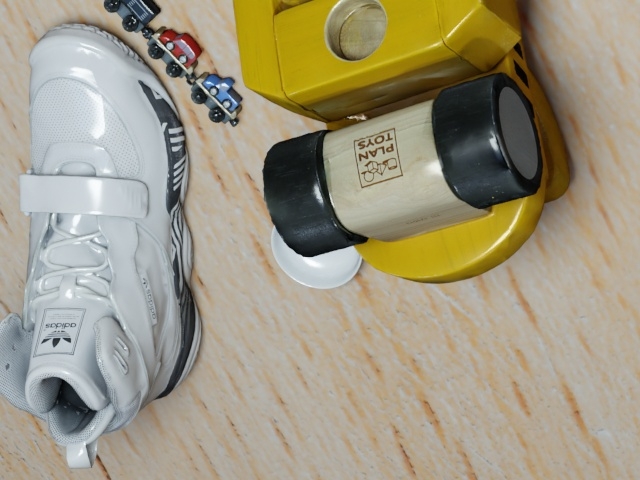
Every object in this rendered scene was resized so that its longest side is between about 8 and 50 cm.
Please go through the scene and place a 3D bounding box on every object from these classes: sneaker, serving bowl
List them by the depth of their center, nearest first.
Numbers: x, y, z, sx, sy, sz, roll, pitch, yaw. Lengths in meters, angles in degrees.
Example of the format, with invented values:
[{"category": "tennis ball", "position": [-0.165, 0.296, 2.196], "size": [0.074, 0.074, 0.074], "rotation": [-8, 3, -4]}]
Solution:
[{"category": "sneaker", "position": [-0.199, 0.012, 1.634], "size": [0.137, 0.210, 0.366], "rotation": [0, 117, 17]}, {"category": "serving bowl", "position": [0.000, 0.000, 1.672], "size": [0.083, 0.027, 0.083], "rotation": [7, 118, 14]}]

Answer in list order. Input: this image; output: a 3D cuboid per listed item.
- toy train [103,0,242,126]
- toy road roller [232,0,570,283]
[{"category": "toy train", "position": [-0.121, -0.160, 1.629], "size": [0.036, 0.027, 0.158], "rotation": [-40, 99, 19]}, {"category": "toy road roller", "position": [0.078, -0.128, 1.512], "size": [0.202, 0.240, 0.329], "rotation": [-16, 73, 25]}]
